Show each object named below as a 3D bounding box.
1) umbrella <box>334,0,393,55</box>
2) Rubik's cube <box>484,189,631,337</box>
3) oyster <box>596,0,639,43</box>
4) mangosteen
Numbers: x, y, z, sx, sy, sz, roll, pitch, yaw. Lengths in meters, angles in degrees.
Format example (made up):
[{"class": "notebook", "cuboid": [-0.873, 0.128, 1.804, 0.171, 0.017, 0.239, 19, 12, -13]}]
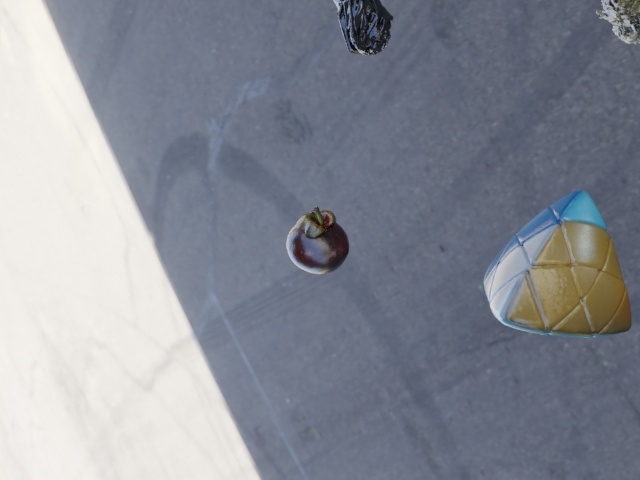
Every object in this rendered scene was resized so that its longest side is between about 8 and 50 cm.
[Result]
[{"class": "umbrella", "cuboid": [0.051, -0.549, 2.081, 0.340, 0.118, 0.118, 62, 157, 20]}, {"class": "Rubik's cube", "cuboid": [0.327, 0.076, 1.525, 0.254, 0.254, 0.254, 46, 151, 35]}, {"class": "oyster", "cuboid": [0.508, -0.370, 1.582, 0.165, 0.053, 0.108, 34, 163, -36]}, {"class": "mangosteen", "cuboid": [-0.001, 0.003, 1.217, 0.081, 0.081, 0.081, 46, 151, 35]}]
